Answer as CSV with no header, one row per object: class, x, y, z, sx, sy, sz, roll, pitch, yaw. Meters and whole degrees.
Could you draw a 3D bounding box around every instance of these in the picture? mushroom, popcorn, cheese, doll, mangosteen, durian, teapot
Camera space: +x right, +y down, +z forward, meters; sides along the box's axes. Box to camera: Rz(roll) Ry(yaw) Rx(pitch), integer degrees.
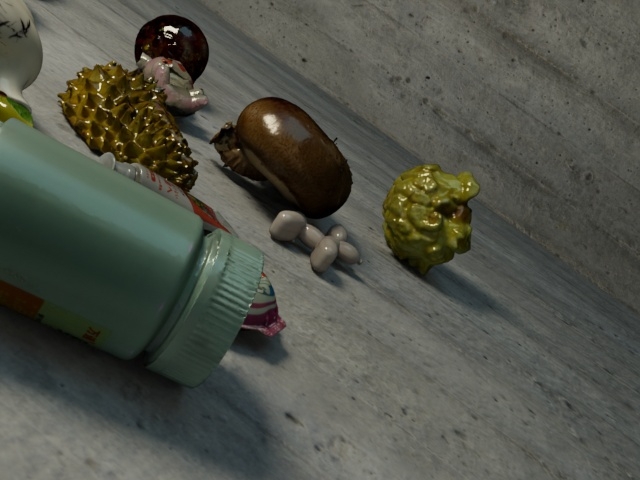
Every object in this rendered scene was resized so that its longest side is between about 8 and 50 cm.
mushroom,-0.061,-0.160,1.316,0.278,0.163,0.297,32,-3,-2
popcorn,0.242,-0.049,1.510,0.181,0.217,0.234,57,20,-81
cheese,-0.143,0.037,0.873,0.244,0.062,0.155,38,20,12
doll,-0.306,-0.312,1.429,0.149,0.095,0.192,31,15,-32
mangosteen,-0.329,-0.420,1.569,0.172,0.172,0.184,40,-1,15
doll,0.000,0.000,1.230,0.161,0.059,0.160,37,19,8
durian,-0.308,-0.206,1.123,0.191,0.112,0.341,22,24,-41
teapot,-0.496,-0.281,0.924,0.300,0.165,0.208,17,-12,0

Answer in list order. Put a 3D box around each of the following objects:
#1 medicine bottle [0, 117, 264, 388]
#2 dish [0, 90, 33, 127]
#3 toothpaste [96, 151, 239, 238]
medicine bottle,-0.227,0.005,0.648,0.318,0.158,0.158,30,18,-18
dish,-0.400,-0.110,0.762,0.149,0.080,0.207,27,20,-11
toothpaste,-0.219,-0.058,1.011,0.234,0.057,0.089,27,15,-46
